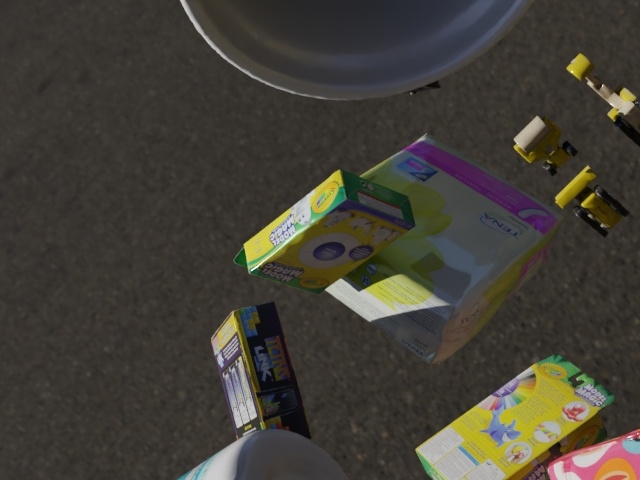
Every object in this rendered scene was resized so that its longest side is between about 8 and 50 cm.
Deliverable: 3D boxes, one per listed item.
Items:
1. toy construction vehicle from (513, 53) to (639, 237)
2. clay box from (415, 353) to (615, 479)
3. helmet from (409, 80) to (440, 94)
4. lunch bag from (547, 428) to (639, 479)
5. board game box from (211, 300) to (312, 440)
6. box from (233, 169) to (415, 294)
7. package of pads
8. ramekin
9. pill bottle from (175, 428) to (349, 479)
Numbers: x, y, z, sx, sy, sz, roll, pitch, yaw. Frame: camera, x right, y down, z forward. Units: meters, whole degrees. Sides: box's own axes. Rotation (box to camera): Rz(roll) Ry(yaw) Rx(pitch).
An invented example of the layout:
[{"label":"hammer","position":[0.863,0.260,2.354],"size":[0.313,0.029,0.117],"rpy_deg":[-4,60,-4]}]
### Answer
[{"label":"toy construction vehicle","position":[0.175,-0.062,0.717],"size":[0.086,0.098,0.035],"rpy_deg":[-49,23,16]},{"label":"clay box","position":[0.241,0.237,1.342],"size":[0.222,0.053,0.127],"rpy_deg":[-32,33,-12]},{"label":"helmet","position":[0.074,-0.254,1.324],"size":[0.162,0.169,0.169],"rpy_deg":[18,65,42]},{"label":"lunch bag","position":[0.406,0.265,1.129],"size":[0.293,0.258,0.120],"rpy_deg":[-35,48,54]},{"label":"board game box","position":[-0.064,0.149,1.144],"size":[0.048,0.141,0.170],"rpy_deg":[-12,-11,-16]},{"label":"box","position":[0.000,0.000,1.171],"size":[0.179,0.105,0.043],"rpy_deg":[-35,51,36]},{"label":"package of pads","position":[0.135,0.004,1.334],"size":[0.229,0.101,0.296],"rpy_deg":[35,41,20]},{"label":"ramekin","position":[0.027,-0.251,0.807],"size":[0.277,0.277,0.135],"rpy_deg":[-28,43,18]},{"label":"pill bottle","position":[-0.097,0.265,0.877],"size":[0.264,0.146,0.146],"rpy_deg":[-36,33,32]}]
